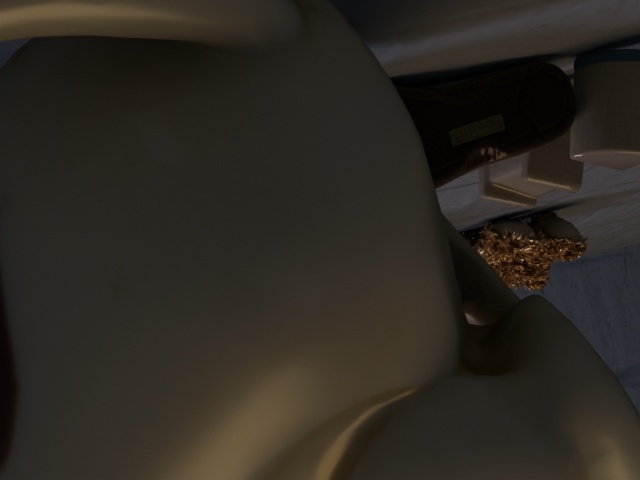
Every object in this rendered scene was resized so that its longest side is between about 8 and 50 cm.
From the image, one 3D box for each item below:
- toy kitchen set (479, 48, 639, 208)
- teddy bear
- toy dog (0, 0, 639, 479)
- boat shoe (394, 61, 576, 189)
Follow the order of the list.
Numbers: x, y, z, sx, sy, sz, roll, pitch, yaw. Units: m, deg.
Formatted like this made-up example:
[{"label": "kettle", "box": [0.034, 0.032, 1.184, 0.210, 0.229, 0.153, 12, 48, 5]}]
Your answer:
[{"label": "toy kitchen set", "box": [0.234, -0.082, 0.861, 0.207, 0.122, 0.166, 11, 166, -19]}, {"label": "teddy bear", "box": [0.223, 0.041, 1.840, 0.338, 0.113, 0.245, -17, 170, 35]}, {"label": "toy dog", "box": [-0.106, 0.111, 0.492, 0.408, 0.284, 0.395, -39, 153, 1]}, {"label": "boat shoe", "box": [0.056, -0.060, 0.769, 0.190, 0.068, 0.072, -11, -175, -20]}]
